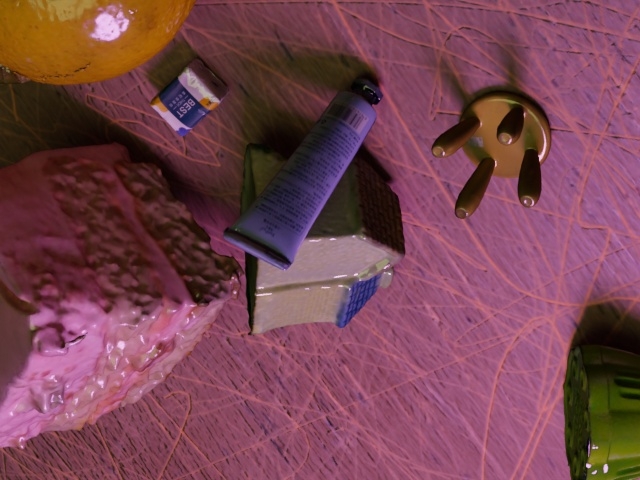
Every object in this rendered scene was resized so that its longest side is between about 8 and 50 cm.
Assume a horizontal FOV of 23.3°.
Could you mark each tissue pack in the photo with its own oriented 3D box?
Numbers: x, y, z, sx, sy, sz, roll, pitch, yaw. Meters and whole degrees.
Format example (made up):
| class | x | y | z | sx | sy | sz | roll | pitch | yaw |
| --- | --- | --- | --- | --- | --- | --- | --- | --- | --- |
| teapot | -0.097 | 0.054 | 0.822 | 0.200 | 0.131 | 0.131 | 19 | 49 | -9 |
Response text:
| class | x | y | z | sx | sy | sz | roll | pitch | yaw |
| --- | --- | --- | --- | --- | --- | --- | --- | --- | --- |
| tissue pack | -0.162 | -0.176 | 1.917 | 0.062 | 0.042 | 0.083 | 47 | 126 | -8 |

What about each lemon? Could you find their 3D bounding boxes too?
| class | x | y | z | sx | sy | sz | roll | pitch | yaw |
| --- | --- | --- | --- | --- | --- | --- | --- | --- | --- |
| lemon | -0.268 | -0.302 | 1.746 | 0.310 | 0.258 | 0.258 | -1 | 121 | 36 |

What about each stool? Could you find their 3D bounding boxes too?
| class | x | y | z | sx | sy | sz | roll | pitch | yaw |
| --- | --- | --- | --- | --- | --- | --- | --- | --- | --- |
| stool | 0.199 | -0.099 | 1.776 | 0.134 | 0.110 | 0.135 | 29 | 128 | 2 |

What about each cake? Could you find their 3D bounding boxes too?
| class | x | y | z | sx | sy | sz | roll | pitch | yaw |
| --- | --- | --- | --- | --- | --- | --- | --- | --- | --- |
| cake | -0.327 | 0.069 | 1.954 | 0.293 | 0.307 | 0.314 | 54 | 135 | 20 |

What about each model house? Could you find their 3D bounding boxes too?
| class | x | y | z | sx | sy | sz | roll | pitch | yaw |
| --- | --- | --- | --- | --- | --- | --- | --- | --- | --- |
| model house | 0.000 | 0.000 | 1.909 | 0.189 | 0.195 | 0.214 | 0 | 139 | -6 |

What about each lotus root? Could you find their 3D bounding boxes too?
| class | x | y | z | sx | sy | sz | roll | pitch | yaw |
| --- | --- | --- | --- | --- | --- | --- | --- | --- | --- |
| lotus root | 0.389 | 0.215 | 1.881 | 0.186 | 0.186 | 0.186 | 11 | 124 | 16 |

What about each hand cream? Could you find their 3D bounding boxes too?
| class | x | y | z | sx | sy | sz | roll | pitch | yaw |
| --- | --- | --- | --- | --- | --- | --- | --- | --- | --- |
| hand cream | -0.011 | -0.083 | 1.792 | 0.088 | 0.256 | 0.055 | 30 | 158 | 10 |

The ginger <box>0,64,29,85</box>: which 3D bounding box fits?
| class | x | y | z | sx | sy | sz | roll | pitch | yaw |
| --- | --- | --- | --- | --- | --- | --- | --- | --- | --- |
| ginger | -0.486 | -0.288 | 1.960 | 0.288 | 0.075 | 0.089 | 41 | 150 | -12 |
